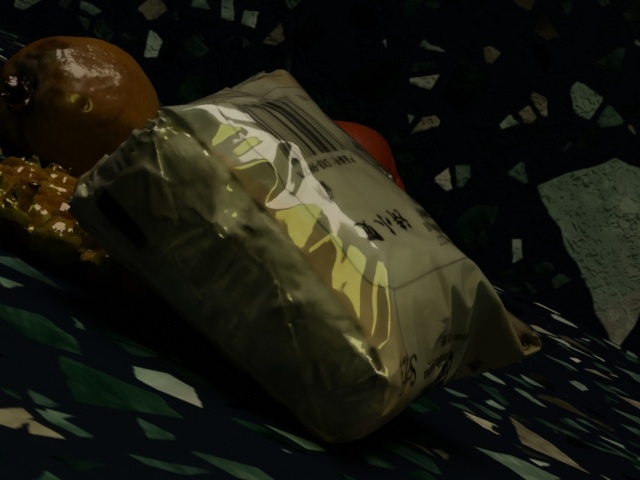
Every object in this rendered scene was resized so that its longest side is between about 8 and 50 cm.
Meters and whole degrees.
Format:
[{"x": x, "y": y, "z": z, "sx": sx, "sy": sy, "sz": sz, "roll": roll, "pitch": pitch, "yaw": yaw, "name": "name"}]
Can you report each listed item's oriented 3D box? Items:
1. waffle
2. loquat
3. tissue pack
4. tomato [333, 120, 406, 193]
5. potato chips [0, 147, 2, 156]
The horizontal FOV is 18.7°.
[{"x": -0.194, "y": 0.000, "z": 1.900, "sx": 0.325, "sy": 0.068, "sz": 0.302, "roll": 23, "pitch": 7, "yaw": -11, "name": "waffle"}, {"x": -0.293, "y": -0.159, "z": 2.349, "sx": 0.187, "sy": 0.176, "sz": 0.234, "roll": 9, "pitch": -10, "yaw": 44, "name": "loquat"}, {"x": 0.000, "y": 0.000, "z": 1.766, "sx": 0.390, "sy": 0.195, "sz": 0.375, "roll": 45, "pitch": 25, "yaw": 13, "name": "tissue pack"}, {"x": 0.005, "y": -0.002, "z": 2.073, "sx": 0.180, "sy": 0.259, "sz": 0.260, "roll": -13, "pitch": -8, "yaw": 20, "name": "tomato"}, {"x": -0.490, "y": -0.130, "z": 1.761, "sx": 0.407, "sy": 0.080, "sz": 0.057, "roll": 23, "pitch": 22, "yaw": -26, "name": "potato chips"}]
